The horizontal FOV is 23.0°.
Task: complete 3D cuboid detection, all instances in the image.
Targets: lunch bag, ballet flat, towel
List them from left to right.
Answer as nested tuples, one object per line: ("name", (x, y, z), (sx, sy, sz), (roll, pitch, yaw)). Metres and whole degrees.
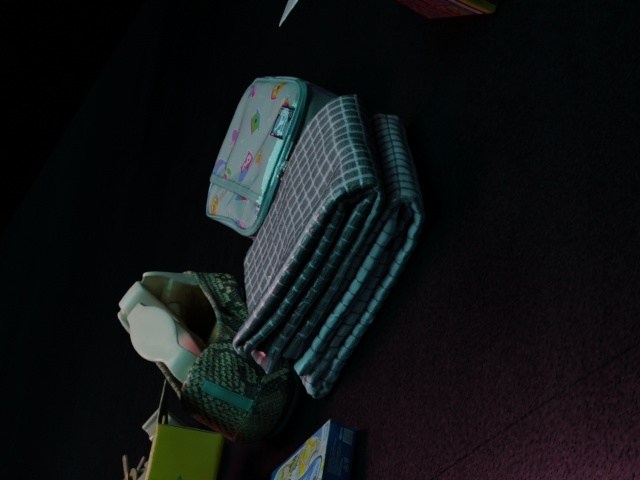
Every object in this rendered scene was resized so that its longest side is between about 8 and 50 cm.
("ballet flat", (-0.165, 0.120, 2.011), (0.164, 0.182, 0.483), (-64, 19, 5))
("lunch bag", (-0.058, -0.100, 2.075), (0.224, 0.108, 0.279), (-67, 19, 0))
("towel", (0.000, 0.000, 1.792), (0.283, 0.121, 0.235), (-60, 20, 23))

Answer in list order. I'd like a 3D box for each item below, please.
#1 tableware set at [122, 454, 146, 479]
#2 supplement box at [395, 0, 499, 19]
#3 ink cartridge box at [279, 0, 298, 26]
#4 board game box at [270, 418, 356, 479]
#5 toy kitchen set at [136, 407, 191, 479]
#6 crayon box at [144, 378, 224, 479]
("tableware set", (-0.302, 0.410, 2.276), (0.194, 0.039, 0.128), (-63, 19, 14))
("supplement box", (0.133, -0.312, 1.802), (0.080, 0.104, 0.188), (-68, 19, -1))
("ink cartridge box", (0.111, -0.414, 1.821), (0.385, 0.091, 0.308), (-50, 11, 24))
("board game box", (-0.020, 0.301, 1.627), (0.136, 0.035, 0.201), (-48, 23, 44))
("toy kitchen set", (-0.219, 0.346, 2.063), (0.207, 0.122, 0.166), (-48, 18, -5))
("crayon box", (-0.170, 0.345, 1.800), (0.203, 0.083, 0.323), (102, 178, -66))
